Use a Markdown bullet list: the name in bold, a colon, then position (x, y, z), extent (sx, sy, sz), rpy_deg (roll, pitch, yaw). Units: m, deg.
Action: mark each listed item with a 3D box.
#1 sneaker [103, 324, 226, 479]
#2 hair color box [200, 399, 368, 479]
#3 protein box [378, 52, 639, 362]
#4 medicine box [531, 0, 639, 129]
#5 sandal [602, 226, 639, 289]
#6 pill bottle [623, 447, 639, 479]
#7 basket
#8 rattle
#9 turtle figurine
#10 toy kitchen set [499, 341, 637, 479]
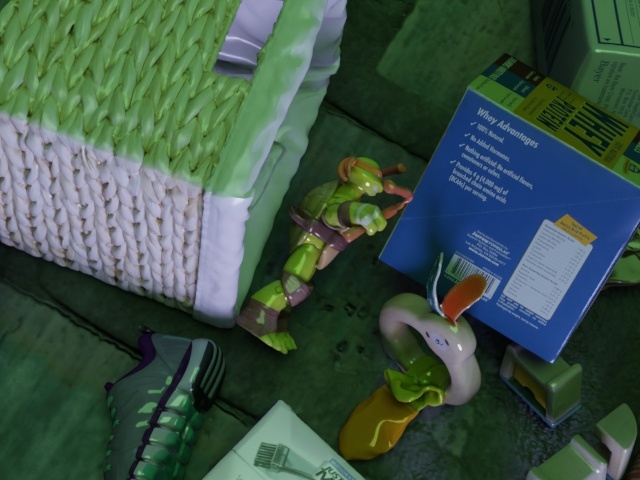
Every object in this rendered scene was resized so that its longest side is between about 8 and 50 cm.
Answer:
- **sneaker**: position (-0.174, 0.187, 1.494), extent (0.098, 0.083, 0.223), rpy_deg (15, 63, 21)
- **hair color box**: position (-0.088, 0.331, 1.424), extent (0.185, 0.110, 0.339), rpy_deg (43, 70, 9)
- **protein box**: position (0.200, -0.033, 1.515), extent (0.200, 0.201, 0.136), rpy_deg (31, 28, 9)
- **medicine box**: position (0.383, -0.210, 1.646), extent (0.289, 0.149, 0.263), rpy_deg (8, 47, -7)
- **sandal**: position (0.283, 0.028, 1.639), extent (0.180, 0.049, 0.072), rpy_deg (-21, 78, -1)
- **pill bottle**: position (0.350, 0.251, 1.521), extent (0.121, 0.121, 0.216), rpy_deg (32, 68, 3)
- **basket**: position (-0.141, -0.142, 1.485), extent (0.266, 0.331, 0.328), rpy_deg (19, 67, 4)
- **rattle**: position (0.078, 0.110, 1.485), extent (0.143, 0.199, 0.130), rpy_deg (-21, 74, -17)
- **turtle figurine**: position (0.000, 0.000, 1.508), extent (0.087, 0.269, 0.217), rpy_deg (33, 91, -7)
- **toy kitchen set**: position (0.182, 0.214, 1.532), extent (0.207, 0.122, 0.166), rpy_deg (-31, 58, -24)
